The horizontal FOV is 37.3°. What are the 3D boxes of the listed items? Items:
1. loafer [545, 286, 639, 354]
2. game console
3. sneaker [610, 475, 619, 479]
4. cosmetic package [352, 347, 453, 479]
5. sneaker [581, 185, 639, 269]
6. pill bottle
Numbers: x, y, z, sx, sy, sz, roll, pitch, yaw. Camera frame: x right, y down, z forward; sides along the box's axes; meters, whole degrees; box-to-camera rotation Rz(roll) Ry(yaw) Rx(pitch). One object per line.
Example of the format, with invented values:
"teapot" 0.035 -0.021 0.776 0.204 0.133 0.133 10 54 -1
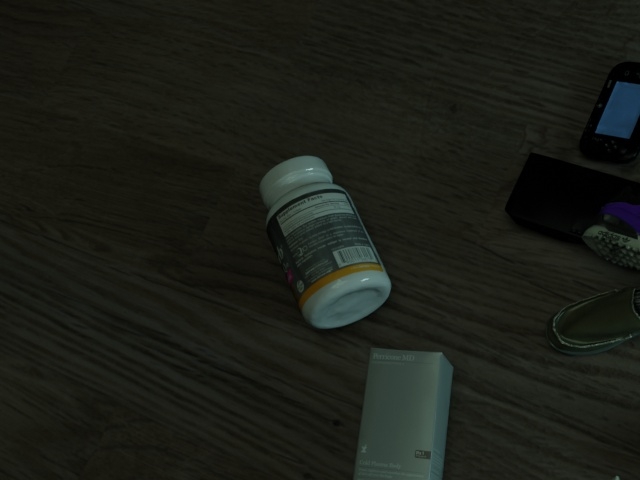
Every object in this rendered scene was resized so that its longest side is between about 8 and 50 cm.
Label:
"loafer" 0.478 0.110 1.495 0.251 0.087 0.094 -18 63 8
"game console" 0.479 -0.158 1.632 0.213 0.044 0.361 20 73 26
"sneaker" 0.472 0.408 1.333 0.186 0.069 0.083 32 81 28
"cosmetic package" 0.134 0.297 1.512 0.127 0.107 0.237 -1 71 20
"sneaker" 0.554 -0.012 1.432 0.293 0.102 0.146 25 76 40
"pill bottle" 0.000 0.000 1.646 0.162 0.162 0.278 -27 62 4
